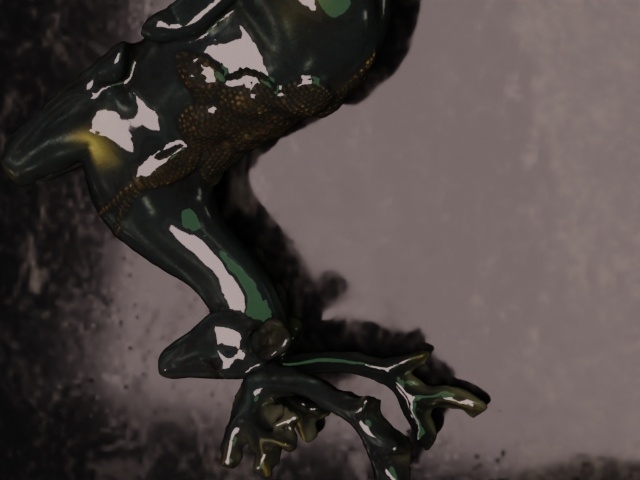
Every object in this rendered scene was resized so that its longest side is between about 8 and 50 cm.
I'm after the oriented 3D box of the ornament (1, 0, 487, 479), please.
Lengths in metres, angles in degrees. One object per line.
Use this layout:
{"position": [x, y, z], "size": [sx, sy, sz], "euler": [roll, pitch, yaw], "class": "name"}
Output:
{"position": [0.000, 0.000, 0.758], "size": [0.202, 0.080, 0.236], "euler": [-35, 88, 18], "class": "ornament"}
